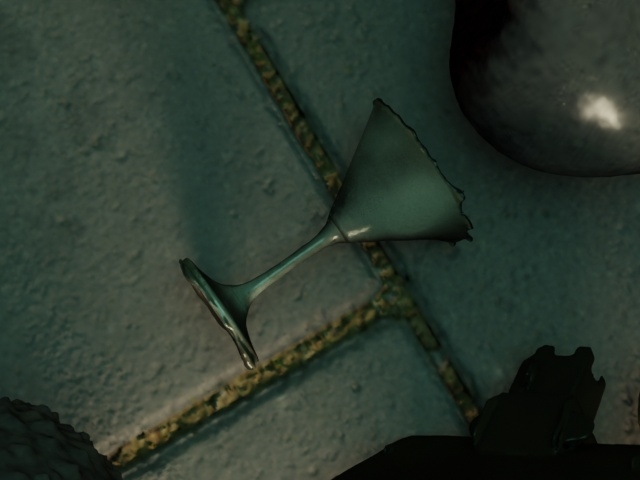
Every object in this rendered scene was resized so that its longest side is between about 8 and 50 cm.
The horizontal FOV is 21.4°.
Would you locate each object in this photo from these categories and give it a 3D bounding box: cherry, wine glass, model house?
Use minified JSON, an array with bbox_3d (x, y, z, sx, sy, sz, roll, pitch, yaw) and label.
[{"bbox_3d":[0.202,-0.168,1.137,0.296,0.218,0.255,4,76,-11],"label":"cherry"},{"bbox_3d":[0.000,0.000,1.150,0.183,0.122,0.122,-35,88,-7],"label":"wine glass"},{"bbox_3d":[0.142,0.190,1.123,0.204,0.211,0.243,59,43,-37],"label":"model house"}]

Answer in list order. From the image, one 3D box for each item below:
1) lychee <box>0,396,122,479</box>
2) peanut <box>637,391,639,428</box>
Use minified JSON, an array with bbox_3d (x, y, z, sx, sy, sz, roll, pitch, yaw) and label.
[{"bbox_3d":[-0.213,0.241,1.015,0.300,0.300,0.300,1,83,-6],"label":"lychee"},{"bbox_3d":[0.333,0.192,1.146,0.159,0.143,0.291,-25,89,2],"label":"peanut"}]
